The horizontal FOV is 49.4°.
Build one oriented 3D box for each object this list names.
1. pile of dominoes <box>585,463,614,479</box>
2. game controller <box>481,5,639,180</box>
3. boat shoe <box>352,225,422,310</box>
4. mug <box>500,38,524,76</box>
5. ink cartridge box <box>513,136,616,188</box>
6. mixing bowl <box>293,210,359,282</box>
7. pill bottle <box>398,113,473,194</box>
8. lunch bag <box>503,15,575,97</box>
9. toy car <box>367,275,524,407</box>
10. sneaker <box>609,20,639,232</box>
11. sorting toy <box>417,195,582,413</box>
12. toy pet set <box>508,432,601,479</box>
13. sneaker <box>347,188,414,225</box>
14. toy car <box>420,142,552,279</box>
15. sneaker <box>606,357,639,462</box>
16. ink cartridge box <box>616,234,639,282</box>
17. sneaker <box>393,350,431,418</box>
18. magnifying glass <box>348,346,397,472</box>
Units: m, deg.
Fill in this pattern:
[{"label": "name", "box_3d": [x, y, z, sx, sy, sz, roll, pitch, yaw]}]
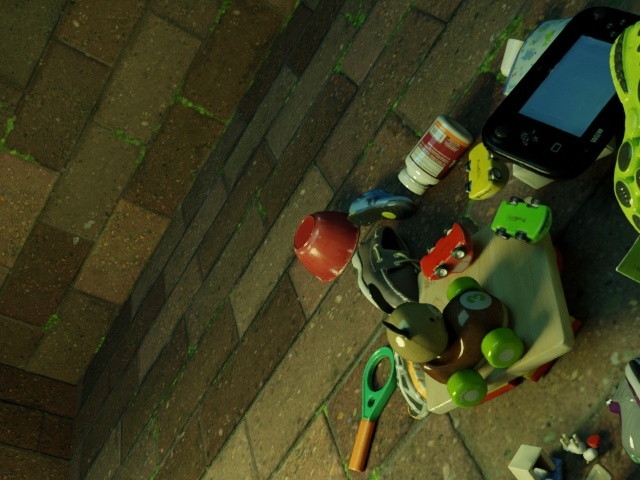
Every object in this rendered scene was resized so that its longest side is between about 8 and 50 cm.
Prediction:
[{"label": "pile of dominoes", "box_3d": [0.333, 0.397, 0.772, 0.251, 0.040, 0.196, -67, 25, 13]}, {"label": "game controller", "box_3d": [0.382, -0.221, 1.021, 0.166, 0.067, 0.319, 28, 71, 40]}, {"label": "boat shoe", "box_3d": [0.137, 0.058, 1.305, 0.096, 0.117, 0.324, -57, 14, 12]}, {"label": "mug", "box_3d": [0.372, -0.335, 1.299, 0.078, 0.062, 0.064, -129, 59, -69]}, {"label": "ink cartridge box", "box_3d": [0.386, -0.166, 1.113, 0.150, 0.063, 0.109, -31, 41, 49]}, {"label": "mixing bowl", "box_3d": [0.000, 0.000, 1.656, 0.181, 0.098, 0.181, -43, 34, 39]}, {"label": "pill bottle", "box_3d": [0.226, -0.169, 1.392, 0.152, 0.086, 0.086, -52, 28, 24]}, {"label": "lunch bag", "box_3d": [0.398, -0.303, 1.177, 0.129, 0.096, 0.151, 25, 100, 65]}, {"label": "toy car", "box_3d": [0.150, 0.114, 0.955, 0.149, 0.188, 0.155, -55, 28, 19]}, {"label": "sneaker", "box_3d": [0.457, -0.146, 0.907, 0.109, 0.124, 0.295, 161, 114, -65]}, {"label": "sorting toy", "box_3d": [0.272, 0.110, 1.054, 0.255, 0.089, 0.257, -41, 34, 40]}, {"label": "toy pet set", "box_3d": [0.293, 0.304, 0.866, 0.122, 0.065, 0.114, -46, 17, -27]}, {"label": "sneaker", "box_3d": [0.133, -0.086, 1.515, 0.209, 0.069, 0.082, -10, 55, 60]}, {"label": "toy car", "box_3d": [0.264, -0.030, 1.030, 0.225, 0.053, 0.238, 19, 85, 64]}, {"label": "sneaker", "box_3d": [0.388, 0.240, 0.763, 0.223, 0.083, 0.098, -94, 15, -50]}, {"label": "ink cartridge box", "box_3d": [0.460, -0.028, 0.709, 0.255, 0.189, 0.097, -60, 28, 12]}, {"label": "sneaker", "box_3d": [0.158, 0.211, 1.196, 0.214, 0.084, 0.083, -96, 21, -56]}, {"label": "magnifying glass", "box_3d": [0.097, 0.309, 1.287, 0.092, 0.026, 0.230, -11, 56, 59]}]
